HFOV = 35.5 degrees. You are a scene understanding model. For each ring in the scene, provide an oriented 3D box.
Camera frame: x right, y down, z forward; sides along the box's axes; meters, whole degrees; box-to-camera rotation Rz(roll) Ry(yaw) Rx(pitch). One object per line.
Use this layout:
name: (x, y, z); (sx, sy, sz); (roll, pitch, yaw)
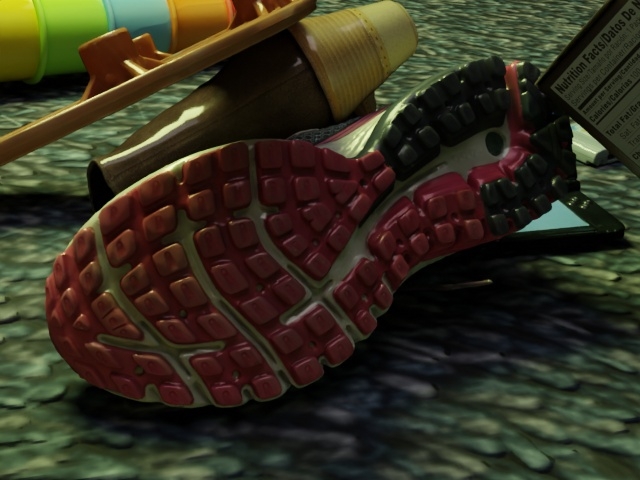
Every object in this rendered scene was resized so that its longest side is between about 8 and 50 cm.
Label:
ring: (-0.158, -0.060, 0.507); (0.336, 0.032, 0.336); (-23, 13, 6)

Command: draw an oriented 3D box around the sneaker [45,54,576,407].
sneaker: (0.000, 0.000, 0.530); (0.299, 0.121, 0.112); (-22, 1, -28)

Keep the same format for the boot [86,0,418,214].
boot: (-0.059, -0.072, 0.653); (0.206, 0.090, 0.248); (-30, 1, -13)

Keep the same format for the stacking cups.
stacking cups: (-0.181, -0.190, 0.907); (0.316, 0.096, 0.096); (-12, 30, -38)

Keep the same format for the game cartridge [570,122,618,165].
game cartridge: (0.229, -0.081, 0.810); (0.083, 0.017, 0.056); (-14, 28, -32)

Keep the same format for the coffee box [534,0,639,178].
coffee box: (0.255, -0.054, 0.544); (0.246, 0.098, 0.141); (43, 35, 6)

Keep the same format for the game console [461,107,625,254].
game console: (0.130, -0.047, 0.664); (0.122, 0.071, 0.107); (-5, 28, -17)
